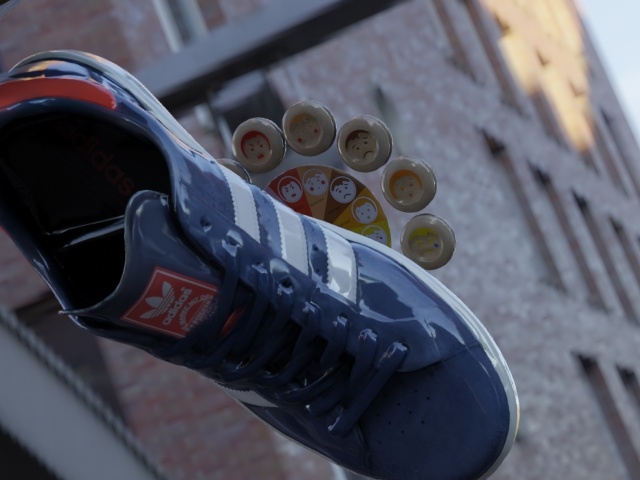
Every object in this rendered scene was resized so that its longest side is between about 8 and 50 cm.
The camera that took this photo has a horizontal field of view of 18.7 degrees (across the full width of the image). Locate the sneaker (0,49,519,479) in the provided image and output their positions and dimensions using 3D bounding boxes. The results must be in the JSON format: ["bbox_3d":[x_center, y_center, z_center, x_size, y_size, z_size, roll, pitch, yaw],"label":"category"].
[{"bbox_3d":[-0.053,0.032,1.036,0.131,0.350,0.148,-57,-3,16],"label":"sneaker"}]

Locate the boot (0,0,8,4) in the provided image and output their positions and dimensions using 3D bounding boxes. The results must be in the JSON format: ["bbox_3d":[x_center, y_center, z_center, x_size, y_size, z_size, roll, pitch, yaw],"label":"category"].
[{"bbox_3d":[-0.154,-0.041,0.464,0.220,0.109,0.283,-48,14,-9],"label":"boot"}]

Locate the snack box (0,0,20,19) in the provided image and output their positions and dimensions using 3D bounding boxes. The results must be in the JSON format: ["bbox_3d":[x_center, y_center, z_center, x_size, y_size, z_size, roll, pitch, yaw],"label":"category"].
[{"bbox_3d":[-0.153,-0.178,1.016,0.207,0.070,0.174,-36,13,46],"label":"snack box"}]

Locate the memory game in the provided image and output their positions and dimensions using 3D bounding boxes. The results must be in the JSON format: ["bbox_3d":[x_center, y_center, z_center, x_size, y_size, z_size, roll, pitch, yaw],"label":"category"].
[{"bbox_3d":[0.000,0.000,1.264,0.186,0.186,0.012,-30,2,28],"label":"memory game"}]
